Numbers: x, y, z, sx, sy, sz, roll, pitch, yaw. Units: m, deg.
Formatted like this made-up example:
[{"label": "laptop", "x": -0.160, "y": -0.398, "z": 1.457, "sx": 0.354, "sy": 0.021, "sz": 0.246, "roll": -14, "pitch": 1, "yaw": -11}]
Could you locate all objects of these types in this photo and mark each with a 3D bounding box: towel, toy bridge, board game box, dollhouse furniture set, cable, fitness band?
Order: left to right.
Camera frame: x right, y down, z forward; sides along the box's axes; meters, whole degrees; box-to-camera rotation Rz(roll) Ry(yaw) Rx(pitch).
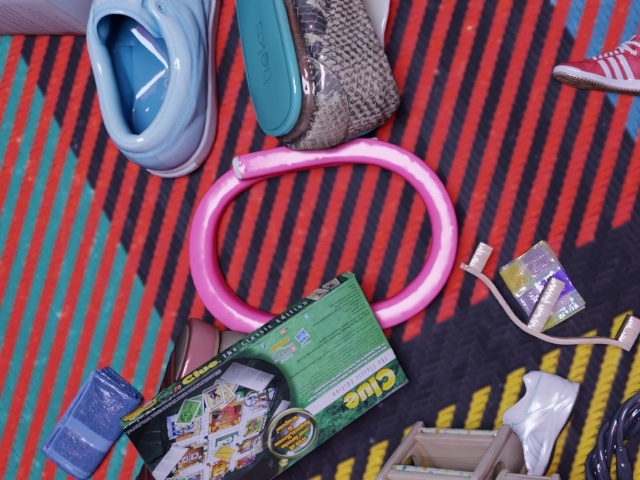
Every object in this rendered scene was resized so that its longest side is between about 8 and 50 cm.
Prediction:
[{"label": "towel", "x": -0.256, "y": 0.206, "z": 0.876, "sx": 0.067, "sy": 0.029, "sz": 0.119, "roll": 36, "pitch": 93, "yaw": 6}, {"label": "board game box", "x": -0.047, "y": 0.154, "z": 0.759, "sx": 0.259, "sy": 0.030, "sz": 0.136, "roll": -32, "pitch": 107, "yaw": -15}, {"label": "fitness band", "x": 0.000, "y": 0.000, "z": 0.833, "sx": 0.290, "sy": 0.054, "sz": 0.209, "roll": -9, "pitch": 88, "yaw": 9}, {"label": "dollhouse furniture set", "x": 0.177, "y": 0.267, "z": 0.758, "sx": 0.181, "sy": 0.101, "sz": 0.161, "roll": -9, "pitch": 112, "yaw": 41}, {"label": "towel", "x": 0.232, "y": 0.049, "z": 0.822, "sx": 0.060, "sy": 0.009, "sz": 0.083, "roll": -32, "pitch": 85, "yaw": 5}, {"label": "toy bridge", "x": 0.229, "y": 0.067, "z": 0.803, "sx": 0.188, "sy": 0.026, "sz": 0.063, "roll": 26, "pitch": 94, "yaw": 7}, {"label": "cable", "x": 0.358, "y": 0.219, "z": 0.789, "sx": 0.150, "sy": 0.047, "sz": 0.185, "roll": 28, "pitch": 95, "yaw": 12}]

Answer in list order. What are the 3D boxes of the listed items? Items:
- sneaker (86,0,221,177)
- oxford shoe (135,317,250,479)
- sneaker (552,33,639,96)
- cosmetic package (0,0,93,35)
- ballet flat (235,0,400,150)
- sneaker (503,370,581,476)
[{"label": "sneaker", "x": -0.177, "y": -0.254, "z": 0.812, "sx": 0.135, "sy": 0.150, "sz": 0.366, "roll": -9, "pitch": 88, "yaw": 7}, {"label": "oxford shoe", "x": -0.125, "y": 0.258, "z": 0.815, "sx": 0.130, "sy": 0.123, "sz": 0.349, "roll": 15, "pitch": 104, "yaw": -17}, {"label": "sneaker", "x": 0.300, "y": -0.187, "z": 0.800, "sx": 0.118, "sy": 0.042, "sz": 0.067, "roll": 9, "pitch": 94, "yaw": 0}, {"label": "cosmetic package", "x": -0.435, "y": -0.335, "z": 0.847, "sx": 0.365, "sy": 0.155, "sz": 0.197, "roll": 3, "pitch": 90, "yaw": 8}, {"label": "ballet flat", "x": -0.034, "y": -0.330, "z": 0.797, "sx": 0.182, "sy": 0.164, "sz": 0.483, "roll": -18, "pitch": 89, "yaw": -31}, {"label": "sneaker", "x": 0.214, "y": 0.206, "z": 0.806, "sx": 0.061, "sy": 0.053, "sz": 0.152, "roll": 23, "pitch": 90, "yaw": 24}]
